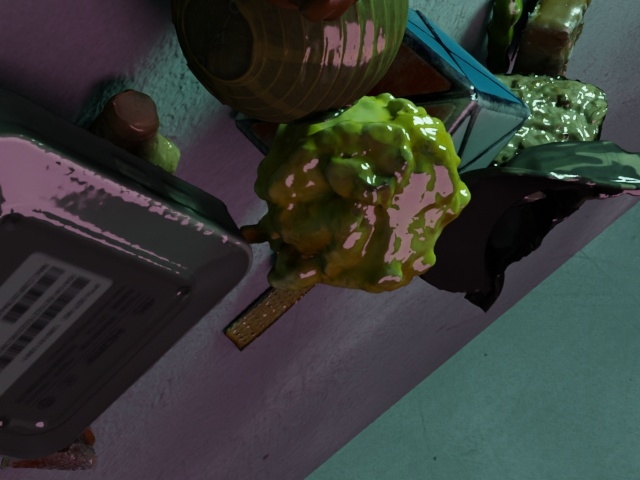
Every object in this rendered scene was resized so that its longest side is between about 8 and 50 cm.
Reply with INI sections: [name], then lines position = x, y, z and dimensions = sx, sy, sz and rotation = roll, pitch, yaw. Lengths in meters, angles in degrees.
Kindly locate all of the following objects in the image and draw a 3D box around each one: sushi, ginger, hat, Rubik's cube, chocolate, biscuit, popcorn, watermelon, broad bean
[sushi]
position = 0.284, -0.171, 1.773
dimensions = 0.350, 0.211, 0.171
rotation = -1, 159, -3
[ginger]
position = -0.214, -0.111, 1.259
dimensions = 0.095, 0.069, 0.190
rotation = -46, 160, -5
[hat]
position = 0.270, -0.065, 1.507
dimensions = 0.366, 0.257, 0.382
rotation = -36, 136, 26
[Rubik's cube]
position = 0.087, -0.166, 1.465
dimensions = 0.255, 0.259, 0.260
rotation = -50, 163, 17
[chocolate]
position = 0.387, -0.338, 1.855
dimensions = 0.214, 0.093, 0.148
rotation = 92, 24, -59
[biscuit]
position = -0.088, 0.120, 2.006
dimensions = 0.203, 0.016, 0.144
rotation = -42, 159, -5
[popcorn]
position = 0.032, -0.052, 1.247
dimensions = 0.266, 0.192, 0.233
rotation = -35, 123, 8
[watermelon]
position = -0.388, 0.308, 1.670
dimensions = 0.187, 0.139, 0.071
rotation = -7, 104, -57
[broad bean]
position = 0.301, -0.337, 1.816
dimensions = 0.053, 0.052, 0.256
rotation = -52, 163, -14

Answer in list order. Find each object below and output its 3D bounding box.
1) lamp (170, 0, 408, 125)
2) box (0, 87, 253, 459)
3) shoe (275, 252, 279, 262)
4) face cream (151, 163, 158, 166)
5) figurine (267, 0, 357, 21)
[lamp]
position = -0.015, -0.254, 1.128
dimensions = 0.284, 0.250, 0.250
rotation = -35, 158, -40
[box]
position = -0.318, 0.062, 1.146
dimensions = 0.396, 0.111, 0.396
rotation = -43, 141, 17
[shoe]
position = 0.001, -0.001, 1.872
dimensions = 0.194, 0.074, 0.077
rotation = -38, 153, -12
[face cream]
position = -0.295, 0.013, 1.253
dimensions = 0.285, 0.067, 0.139
rotation = -25, 150, -2
[figurine]
position = 0.026, -0.289, 0.931
dimensions = 0.263, 0.142, 0.189
rotation = -37, 132, -21
